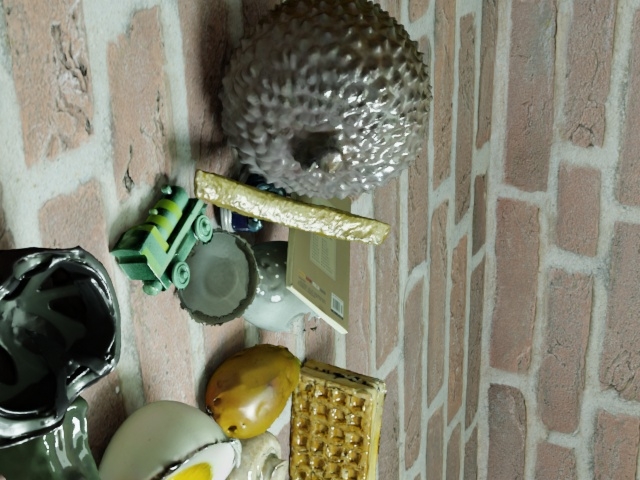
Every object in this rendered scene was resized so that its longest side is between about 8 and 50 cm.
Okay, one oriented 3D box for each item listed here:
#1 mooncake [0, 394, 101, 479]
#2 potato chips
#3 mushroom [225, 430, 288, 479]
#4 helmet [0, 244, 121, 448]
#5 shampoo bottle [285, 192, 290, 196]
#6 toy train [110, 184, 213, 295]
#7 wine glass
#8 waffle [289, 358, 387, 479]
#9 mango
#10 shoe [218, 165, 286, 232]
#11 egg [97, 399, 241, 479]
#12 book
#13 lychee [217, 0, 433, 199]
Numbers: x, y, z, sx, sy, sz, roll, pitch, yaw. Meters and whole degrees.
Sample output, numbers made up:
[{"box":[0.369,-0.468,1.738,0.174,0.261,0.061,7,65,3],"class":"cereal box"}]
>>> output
[{"box":[-0.386,0.305,1.501,0.168,0.175,0.104,-42,171,22],"class":"mooncake"},{"box":[-0.059,-0.054,1.867,0.407,0.080,0.057,15,88,-30],"class":"potato chips"},{"box":[-0.137,0.472,2.149,0.166,0.127,0.166,-24,119,-53],"class":"mushroom"},{"box":[-0.413,0.124,1.359,0.305,0.177,0.225,-36,126,-47],"class":"helmet"},{"box":[-0.034,-0.219,2.121,0.085,0.085,0.262,16,82,-65],"class":"shampoo bottle"},{"box":[-0.257,-0.007,1.751,0.132,0.083,0.200,62,37,-38],"class":"toy train"},{"box":[-0.110,0.081,1.985,0.357,0.190,0.190,17,84,-61],"class":"wine glass"},{"box":[0.035,0.447,2.407,0.091,0.213,0.308,-28,126,-56],"class":"waffle"},{"box":[-0.126,0.292,2.066,0.249,0.151,0.156,-34,96,-53],"class":"mango"},{"box":[-0.114,-0.082,1.999,0.207,0.106,0.091,-58,150,-48],"class":"shoe"},{"box":[-0.289,0.393,1.760,0.286,0.174,0.264,-50,155,-1],"class":"egg"},{"box":[0.000,0.000,2.016,0.217,0.021,0.310,43,41,-47],"class":"book"},{"box":[0.009,-0.265,1.858,0.380,0.380,0.432,74,13,-44],"class":"lychee"}]
